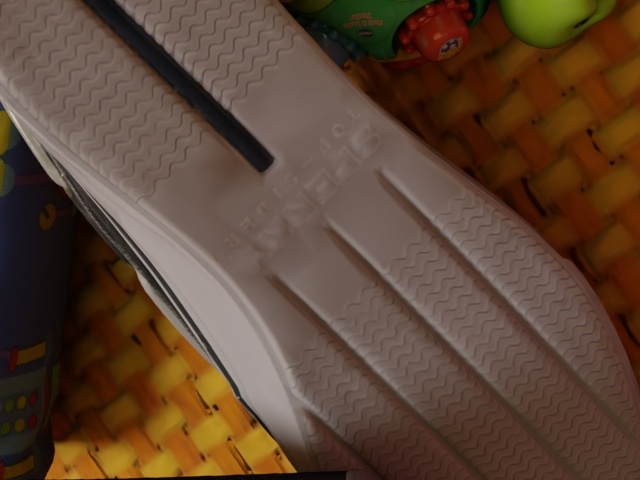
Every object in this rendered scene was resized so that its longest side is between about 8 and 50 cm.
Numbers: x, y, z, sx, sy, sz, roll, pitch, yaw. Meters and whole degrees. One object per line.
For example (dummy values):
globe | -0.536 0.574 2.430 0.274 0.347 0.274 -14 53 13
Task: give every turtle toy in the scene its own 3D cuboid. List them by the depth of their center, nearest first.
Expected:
turtle toy | 0.039 -0.095 0.558 0.130 0.095 0.066 -3 118 23

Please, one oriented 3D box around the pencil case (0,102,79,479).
pencil case | -0.160 -0.044 0.629 0.133 0.119 0.306 6 102 -2

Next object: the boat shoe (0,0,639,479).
boat shoe | 0.000 0.000 0.564 0.121 0.119 0.335 -40 108 -4

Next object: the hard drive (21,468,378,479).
hard drive | -0.004 0.164 0.563 0.172 0.054 0.254 -6 137 25
